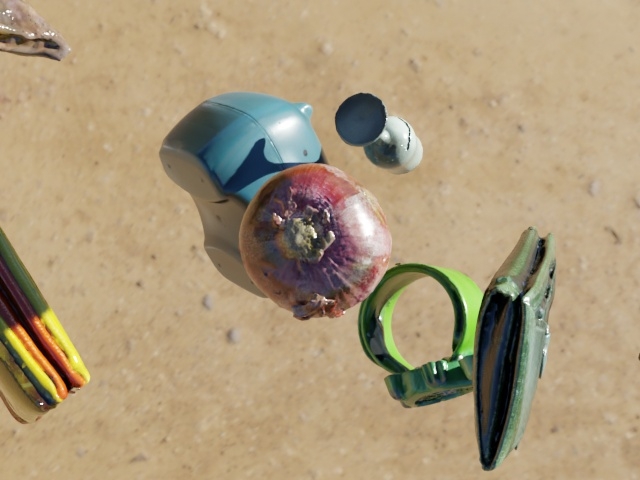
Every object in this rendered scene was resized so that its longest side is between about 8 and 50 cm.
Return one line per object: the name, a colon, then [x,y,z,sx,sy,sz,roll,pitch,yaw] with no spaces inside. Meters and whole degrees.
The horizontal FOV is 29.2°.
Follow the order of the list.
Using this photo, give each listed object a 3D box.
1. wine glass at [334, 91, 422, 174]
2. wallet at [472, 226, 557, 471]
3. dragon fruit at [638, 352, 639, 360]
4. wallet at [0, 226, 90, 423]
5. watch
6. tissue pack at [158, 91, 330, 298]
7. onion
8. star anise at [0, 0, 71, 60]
wine glass: [0.088,-0.147,1.741,0.195,0.079,0.079,28,41,-68]
wallet: [0.176,0.088,1.081,0.055,0.160,0.236,9,15,16]
dragon fruit: [0.526,0.126,1.525,0.241,0.241,0.252,35,49,-9]
wallet: [-0.256,0.022,0.861,0.067,0.141,0.241,-33,89,-25]
watch: [0.133,0.095,1.336,0.131,0.165,0.152,12,58,-56]
tissue pack: [-0.087,-0.079,1.808,0.206,0.198,0.287,-39,124,-24]
onion: [0.000,0.000,1.270,0.159,0.195,0.159,0,91,10]
star anise: [-0.414,-0.263,1.240,0.109,0.349,0.292,-87,153,-50]
